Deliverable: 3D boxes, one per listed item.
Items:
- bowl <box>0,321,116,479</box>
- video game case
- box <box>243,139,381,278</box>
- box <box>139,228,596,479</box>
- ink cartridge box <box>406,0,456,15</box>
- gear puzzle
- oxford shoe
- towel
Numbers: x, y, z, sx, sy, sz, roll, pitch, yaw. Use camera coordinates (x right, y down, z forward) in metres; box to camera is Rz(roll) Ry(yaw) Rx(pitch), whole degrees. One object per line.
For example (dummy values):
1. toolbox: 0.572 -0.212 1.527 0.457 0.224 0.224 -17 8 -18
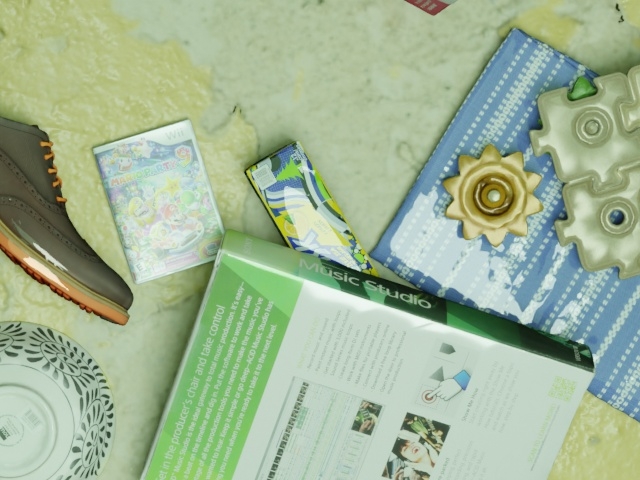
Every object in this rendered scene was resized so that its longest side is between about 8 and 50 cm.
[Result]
1. bowl: -0.254 0.154 1.508 0.170 0.080 0.170 0 92 -6
2. video game case: -0.134 -0.033 1.552 0.087 0.011 0.122 -18 92 -5
3. box: 0.000 0.000 1.541 0.054 0.059 0.169 -30 94 -3
4. box: 0.035 0.147 1.512 0.322 0.058 0.232 18 110 -7
5. ink cartridge box: 0.024 -0.287 1.484 0.237 0.172 0.100 28 88 -5
6. gear puzzle: 0.269 -0.062 1.547 0.339 0.044 0.175 -16 94 1
7. oxford shoe: -0.243 -0.041 1.502 0.271 0.097 0.098 44 81 -5
8. towel: 0.246 -0.002 1.584 0.336 0.040 0.243 31 89 -3
